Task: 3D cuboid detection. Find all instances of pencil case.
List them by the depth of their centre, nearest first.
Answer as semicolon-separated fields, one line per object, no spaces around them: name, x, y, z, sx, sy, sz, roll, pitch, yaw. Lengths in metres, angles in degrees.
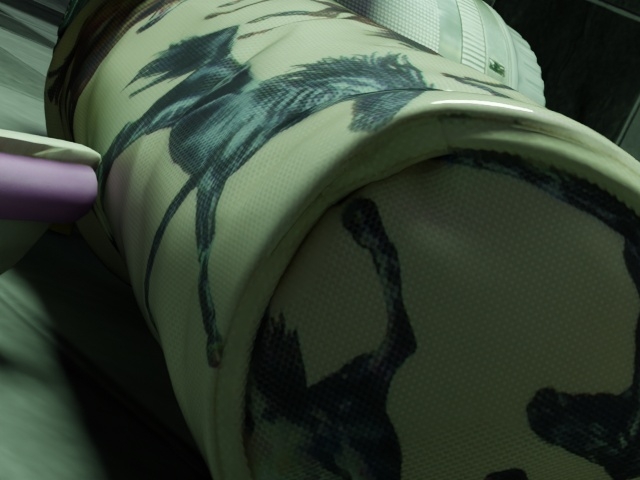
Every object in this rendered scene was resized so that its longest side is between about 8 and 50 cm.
pencil case;0.000;0.000;0.679;0.183;0.160;0.410;55;-4;-21

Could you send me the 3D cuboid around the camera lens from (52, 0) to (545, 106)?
camera lens;-0.020;-0.102;1.168;0.274;0.219;0.219;22;7;-33

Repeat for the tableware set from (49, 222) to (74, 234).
tableware set;-0.118;-0.014;0.974;0.104;0.024;0.154;25;7;19

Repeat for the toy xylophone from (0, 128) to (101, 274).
toy xylophone;-0.231;-0.066;0.654;0.323;0.081;0.236;27;6;6
